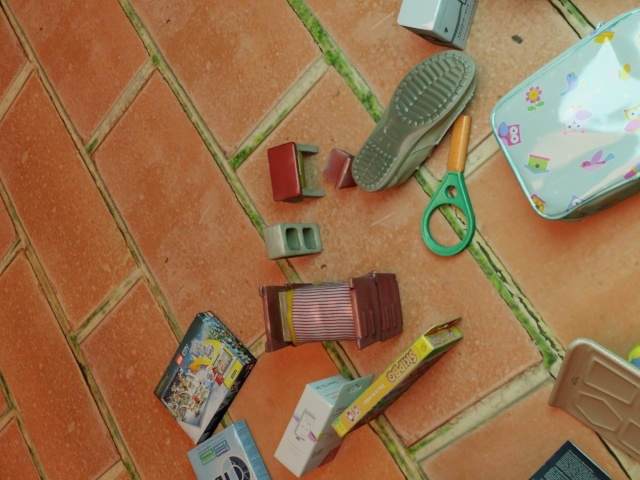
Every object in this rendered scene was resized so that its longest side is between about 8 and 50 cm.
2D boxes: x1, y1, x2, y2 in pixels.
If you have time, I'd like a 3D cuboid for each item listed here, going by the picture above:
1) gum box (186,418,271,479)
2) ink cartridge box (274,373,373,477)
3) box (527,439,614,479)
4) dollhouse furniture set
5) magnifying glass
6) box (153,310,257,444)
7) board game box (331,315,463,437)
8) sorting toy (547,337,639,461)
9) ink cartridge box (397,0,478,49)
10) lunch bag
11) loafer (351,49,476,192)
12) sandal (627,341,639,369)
[{"bbox_3d":[-0.179,0.486,1.387,0.157,0.041,0.184,-38,70,29],"label":"gum box"},{"bbox_3d":[0.008,0.312,1.210,0.067,0.115,0.198,34,108,29],"label":"ink cartridge box"},{"bbox_3d":[0.317,0.393,0.947,0.108,0.207,0.153,43,112,25],"label":"box"},{"bbox_3d":[0.000,0.000,1.182,0.201,0.152,0.374,-11,85,34],"label":"dollhouse furniture set"},{"bbox_3d":[0.218,-0.089,1.112,0.092,0.026,0.231,11,100,34],"label":"magnifying glass"},{"bbox_3d":[-0.247,0.288,1.424,0.159,0.044,0.233,42,113,26],"label":"box"},{"bbox_3d":[0.133,0.223,1.116,0.039,0.124,0.259,48,116,22],"label":"board game box"},{"bbox_3d":[0.424,0.229,0.917,0.208,0.038,0.193,30,150,28],"label":"sorting toy"},{"bbox_3d":[0.188,-0.367,1.047,0.063,0.150,0.109,21,103,28],"label":"ink cartridge box"},{"bbox_3d":[0.393,-0.172,0.938,0.279,0.108,0.224,-33,68,29],"label":"lunch bag"},{"bbox_3d":[0.156,-0.191,1.109,0.268,0.092,0.102,-49,66,20],"label":"loafer"},{"bbox_3d":[0.552,0.164,0.837,0.317,0.126,0.138,-8,91,35],"label":"sandal"}]
